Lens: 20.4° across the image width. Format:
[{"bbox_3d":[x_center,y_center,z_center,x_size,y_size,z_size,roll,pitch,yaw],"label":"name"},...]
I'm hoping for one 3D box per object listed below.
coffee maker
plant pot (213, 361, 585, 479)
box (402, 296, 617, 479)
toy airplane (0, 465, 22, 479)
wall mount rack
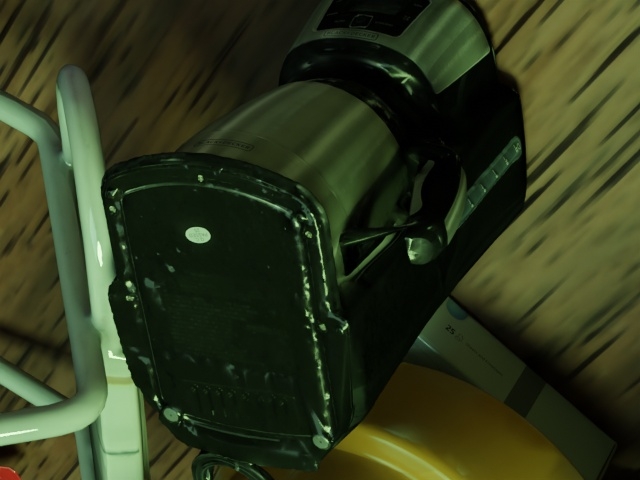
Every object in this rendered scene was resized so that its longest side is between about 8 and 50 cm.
[{"bbox_3d":[0.000,0.000,0.721,0.120,0.178,0.171,28,129,13],"label":"coffee maker"},{"bbox_3d":[0.004,0.185,0.768,0.205,0.188,0.205,20,126,29],"label":"plant pot"},{"bbox_3d":[0.026,0.082,0.858,0.186,0.038,0.145,40,132,-2],"label":"box"},{"bbox_3d":[-0.189,0.168,1.047,0.151,0.028,0.151,14,127,19],"label":"toy airplane"},{"bbox_3d":[-0.158,0.045,0.829,0.130,0.304,0.350,-8,134,-11],"label":"wall mount rack"}]
